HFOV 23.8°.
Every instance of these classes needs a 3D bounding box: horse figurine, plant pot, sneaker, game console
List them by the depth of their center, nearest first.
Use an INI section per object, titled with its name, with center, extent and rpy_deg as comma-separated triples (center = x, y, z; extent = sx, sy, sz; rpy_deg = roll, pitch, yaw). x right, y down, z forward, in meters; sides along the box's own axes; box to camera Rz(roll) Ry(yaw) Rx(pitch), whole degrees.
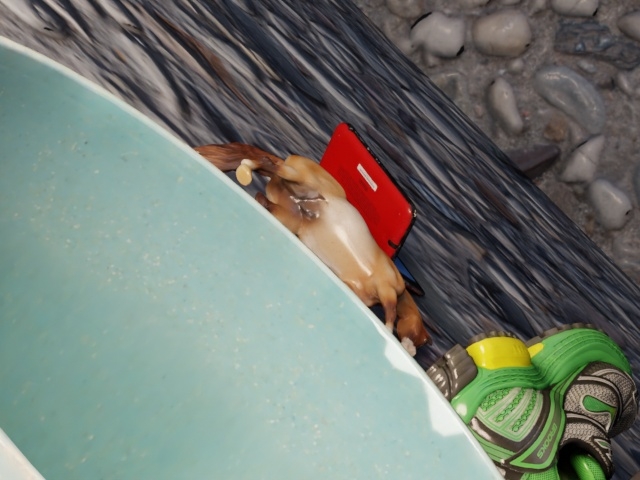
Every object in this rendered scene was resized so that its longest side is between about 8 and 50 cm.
[plant pot]
center = -0.087, 0.102, 0.473
extent = 0.290, 0.195, 0.290
rpy_deg = 41, 15, -13
[sneaker]
center = 0.183, 0.163, 1.251
extent = 0.146, 0.134, 0.343
rpy_deg = 57, 26, 18
[horse figurine]
center = 0.000, 0.000, 1.282
extent = 0.263, 0.066, 0.174
rpy_deg = 48, 20, 3
[game console]
center = 0.062, -0.031, 1.514
extent = 0.085, 0.124, 0.144
rpy_deg = -5, 45, -37

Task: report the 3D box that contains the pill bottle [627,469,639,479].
[pill bottle]
center = 0.295, 0.196, 0.930
extent = 0.210, 0.363, 0.210
rpy_deg = 42, 14, -13
